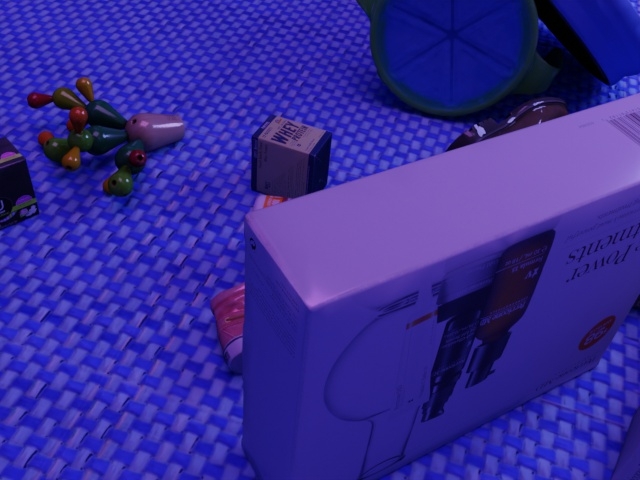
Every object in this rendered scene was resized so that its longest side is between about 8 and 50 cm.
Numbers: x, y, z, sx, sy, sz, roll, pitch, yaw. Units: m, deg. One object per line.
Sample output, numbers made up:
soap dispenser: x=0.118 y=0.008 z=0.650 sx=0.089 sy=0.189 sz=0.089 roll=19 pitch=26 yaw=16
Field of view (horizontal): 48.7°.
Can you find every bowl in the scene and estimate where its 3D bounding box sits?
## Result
bowl: x=0.352 y=-0.394 z=1.075 sx=0.391 sy=0.077 sz=0.391 roll=42 pitch=22 yaw=-21

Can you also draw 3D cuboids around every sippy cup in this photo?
sippy cup: x=0.204 y=-0.335 z=1.064 sx=0.240 sy=0.305 sz=0.224 roll=-21 pitch=24 yaw=25

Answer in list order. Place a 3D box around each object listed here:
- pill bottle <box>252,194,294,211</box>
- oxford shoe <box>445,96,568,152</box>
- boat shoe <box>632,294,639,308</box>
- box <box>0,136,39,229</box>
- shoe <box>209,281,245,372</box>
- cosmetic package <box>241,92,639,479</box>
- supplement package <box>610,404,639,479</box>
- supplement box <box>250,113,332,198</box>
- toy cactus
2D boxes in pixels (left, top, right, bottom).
pill bottle: x=0.000 y=0.000 z=0.777 sx=0.152 sy=0.086 sz=0.086 roll=7 pitch=44 yaw=0
oxford shoe: x=0.272 y=-0.126 z=0.959 sx=0.227 sy=0.083 sz=0.096 roll=-30 pitch=73 yaw=-31
boat shoe: x=0.443 y=-0.030 z=0.834 sx=0.355 sy=0.130 sz=0.132 roll=-21 pitch=47 yaw=-19
box: x=-0.363 y=-0.062 z=0.796 sx=0.062 sy=0.083 sz=0.052 roll=-30 pitch=54 yaw=-32
shoe: x=-0.021 y=0.069 z=0.718 sx=0.178 sy=0.063 sz=0.081 roll=-15 pitch=53 yaw=-15
cosmetic package: x=0.121 y=0.057 z=0.592 sx=0.377 sy=0.284 sz=0.097 roll=-19 pitch=51 yaw=-24
supplement package: x=0.365 y=0.195 z=0.607 sx=0.179 sy=0.105 sz=0.105 roll=27 pitch=48 yaw=20
supplement box: x=-0.037 y=-0.098 z=0.874 sx=0.083 sy=0.083 sz=0.056 roll=19 pitch=44 yaw=14
toy cactus: x=-0.261 y=-0.141 z=0.891 sx=0.180 sy=0.112 sz=0.219 roll=-16 pitch=39 yaw=-35
